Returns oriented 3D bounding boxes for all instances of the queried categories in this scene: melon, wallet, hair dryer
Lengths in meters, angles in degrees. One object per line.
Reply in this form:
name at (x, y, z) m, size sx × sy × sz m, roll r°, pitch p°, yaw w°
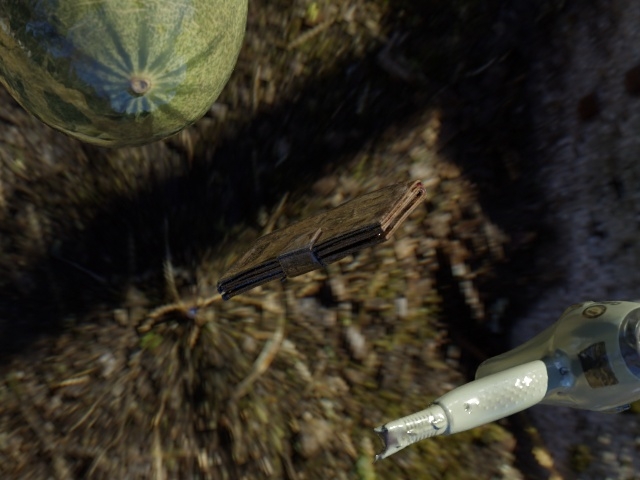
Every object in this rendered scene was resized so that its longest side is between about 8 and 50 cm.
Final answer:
melon at (-0.178, -0.213, 1.378) m, size 0.237 × 0.237 × 0.301 m, roll -19°, pitch 46°, yaw -5°
wallet at (0.000, 0.000, 1.793) m, size 0.230 × 0.124 × 0.042 m, roll -18°, pitch 108°, yaw 32°
hair dryer at (0.136, 0.121, 1.332) m, size 0.267 × 0.229 × 0.092 m, roll -17°, pitch 86°, yaw -13°
